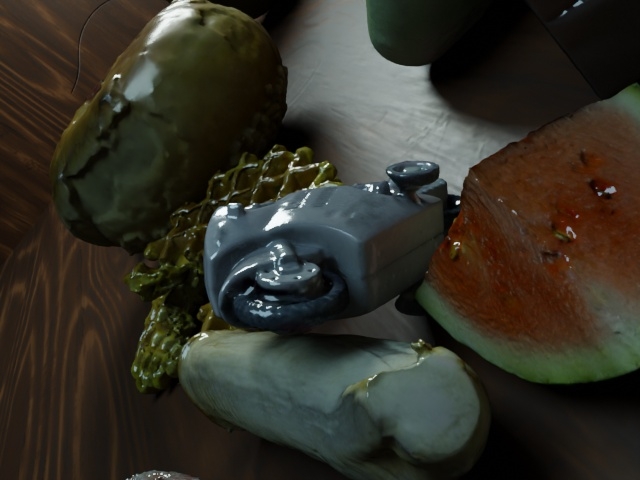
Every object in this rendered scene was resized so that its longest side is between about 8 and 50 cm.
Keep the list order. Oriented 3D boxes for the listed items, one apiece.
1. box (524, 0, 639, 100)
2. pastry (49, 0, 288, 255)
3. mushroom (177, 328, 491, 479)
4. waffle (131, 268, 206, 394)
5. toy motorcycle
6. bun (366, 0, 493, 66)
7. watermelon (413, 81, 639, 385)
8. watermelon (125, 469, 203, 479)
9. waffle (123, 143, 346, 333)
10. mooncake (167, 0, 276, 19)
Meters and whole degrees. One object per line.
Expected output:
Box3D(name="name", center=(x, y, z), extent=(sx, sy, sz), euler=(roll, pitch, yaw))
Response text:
Box3D(name="box", center=(0.215, -0.263, 0.573), extent=(0.153, 0.188, 0.252), euler=(-34, 33, 30))
Box3D(name="pastry", center=(-0.212, -0.156, 1.088), extent=(0.409, 0.245, 0.409), euler=(-42, 23, 23))
Box3D(name="mushroom", center=(-0.002, 0.107, 0.522), extent=(0.351, 0.123, 0.095), euler=(-14, 55, 61))
Box3D(name="waffle", center=(-0.173, 0.093, 0.925), extent=(0.149, 0.051, 0.194), euler=(-35, 29, 37))
Box3D(name="toy motorcycle", center=(0.000, 0.000, 0.565), extent=(0.171, 0.110, 0.260), euler=(9, 24, 34))
Box3D(name="bun", center=(0.131, -0.333, 0.784), extent=(0.187, 0.293, 0.293), euler=(-6, 40, 10))
Box3D(name="watermelon", center=(0.138, 0.012, 0.454), extent=(0.145, 0.137, 0.193), euler=(101, -175, -52))
Box3D(name="watermelon", center=(-0.114, 0.239, 0.615), extent=(0.180, 0.081, 0.094), euler=(12, 49, 46))
Box3D(name="waffle", center=(-0.082, 0.003, 0.834), extent=(0.260, 0.069, 0.293), euler=(-47, 35, -8))
Box3D(name="mooncake", center=(-0.204, -0.664, 1.575), extent=(0.394, 0.393, 0.246), euler=(-23, 1, -38))
